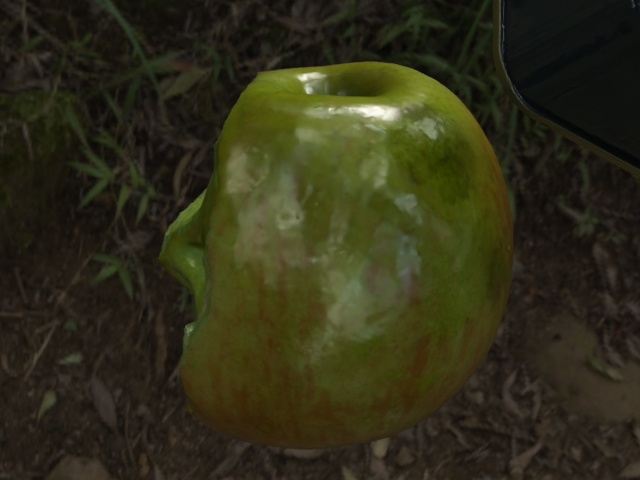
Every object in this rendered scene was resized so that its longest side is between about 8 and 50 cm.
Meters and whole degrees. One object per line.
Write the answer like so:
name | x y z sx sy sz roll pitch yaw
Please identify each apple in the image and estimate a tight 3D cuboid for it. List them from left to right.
apple | 0.000 0.000 0.703 0.246 0.226 0.246 -1 33 1

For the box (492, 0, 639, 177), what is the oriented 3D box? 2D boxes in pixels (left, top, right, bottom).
box | 0.192 -0.114 0.581 0.201 0.090 0.144 23 60 -31
